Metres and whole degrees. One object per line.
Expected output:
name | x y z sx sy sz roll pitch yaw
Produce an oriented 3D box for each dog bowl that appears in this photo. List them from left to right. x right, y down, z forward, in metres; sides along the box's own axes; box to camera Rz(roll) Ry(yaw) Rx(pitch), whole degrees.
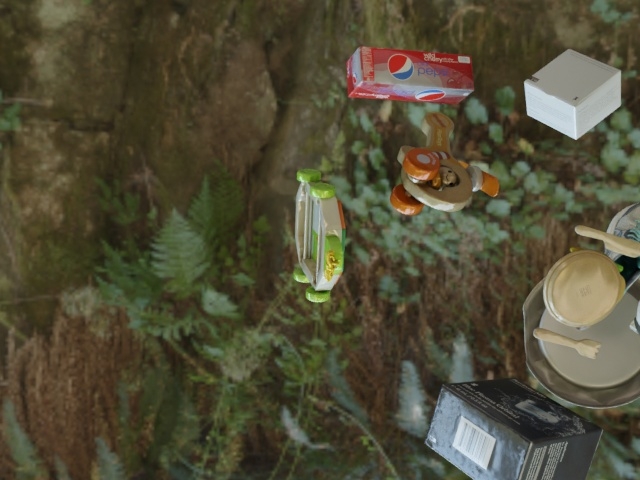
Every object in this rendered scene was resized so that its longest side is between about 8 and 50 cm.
dog bowl | 0.647 0.226 1.904 0.348 0.349 0.102 3 161 19

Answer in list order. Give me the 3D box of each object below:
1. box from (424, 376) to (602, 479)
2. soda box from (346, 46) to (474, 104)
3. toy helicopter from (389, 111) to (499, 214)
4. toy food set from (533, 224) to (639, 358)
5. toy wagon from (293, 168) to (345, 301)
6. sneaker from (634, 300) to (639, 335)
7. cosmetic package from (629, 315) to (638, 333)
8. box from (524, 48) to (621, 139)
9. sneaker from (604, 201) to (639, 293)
box | 0.252 0.257 1.061 0.158 0.093 0.156 4 -164 -40
soda box | 0.193 -0.354 1.743 0.263 0.084 0.092 1 168 -17
toy helicopter | 0.301 -0.197 1.948 0.234 0.140 0.355 13 -137 -4
toy food set | 0.402 0.074 1.238 0.132 0.192 0.038 18 -169 -10
toy wagon | 0.000 0.000 1.806 0.068 0.267 0.344 -3 -159 -15
sneaker | 0.693 0.029 1.283 0.410 0.158 0.182 -34 145 -2
cosmetic package | 0.619 0.165 1.444 0.115 0.060 0.041 35 -179 26
box | 0.674 -0.393 2.160 0.182 0.119 0.181 -36 -133 -15
sneaker | 0.679 0.028 1.760 0.110 0.283 0.122 37 161 -6
